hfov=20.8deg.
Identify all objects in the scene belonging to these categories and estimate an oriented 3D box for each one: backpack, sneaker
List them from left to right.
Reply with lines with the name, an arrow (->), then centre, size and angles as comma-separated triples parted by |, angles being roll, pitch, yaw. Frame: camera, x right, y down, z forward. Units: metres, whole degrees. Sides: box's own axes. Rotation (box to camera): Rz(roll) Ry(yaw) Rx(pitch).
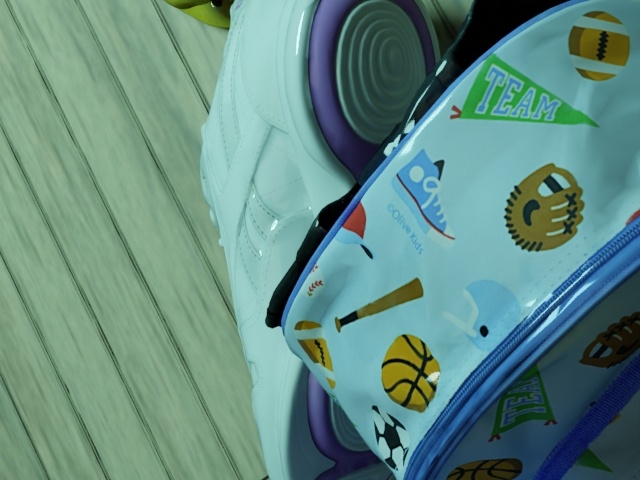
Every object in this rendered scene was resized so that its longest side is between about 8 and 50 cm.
sneaker -> 0.000, 0.000, 0.956 | 0.152, 0.114, 0.305 | 15, 107, 56
backpack -> 0.125, 0.017, 0.698 | 0.213, 0.263, 0.276 | 54, 131, 33

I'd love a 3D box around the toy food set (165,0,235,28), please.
toy food set -> -0.068, -0.222, 0.971 | 0.128, 0.071, 0.218 | 31, 120, 35
